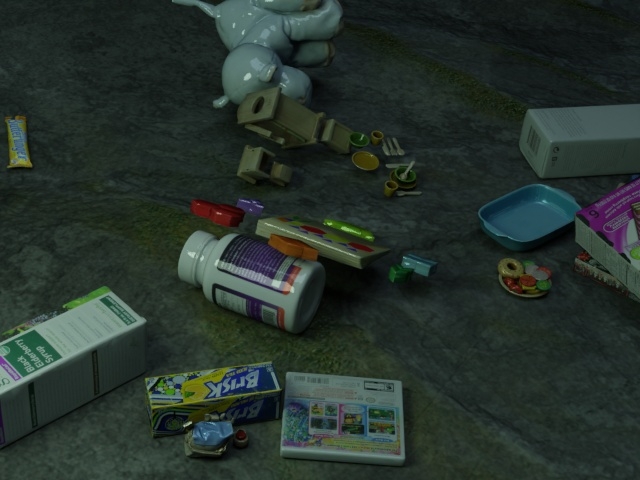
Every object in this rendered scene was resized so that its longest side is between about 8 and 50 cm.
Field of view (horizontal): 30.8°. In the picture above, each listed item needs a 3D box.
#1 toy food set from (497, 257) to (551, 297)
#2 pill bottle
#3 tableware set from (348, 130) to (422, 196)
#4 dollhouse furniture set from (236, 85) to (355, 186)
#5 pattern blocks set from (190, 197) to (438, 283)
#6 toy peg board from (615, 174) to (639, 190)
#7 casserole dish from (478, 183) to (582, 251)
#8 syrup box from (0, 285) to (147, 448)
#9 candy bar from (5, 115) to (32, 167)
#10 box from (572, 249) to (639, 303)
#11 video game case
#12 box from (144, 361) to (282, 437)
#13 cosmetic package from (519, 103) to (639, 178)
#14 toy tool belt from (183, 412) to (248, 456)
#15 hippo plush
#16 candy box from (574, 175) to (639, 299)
[{"bbox_3d":[0.313,0.058,1.771,0.083,0.020,0.083,3,36,-3],"label":"toy food set"},{"bbox_3d":[-0.100,0.052,1.654,0.194,0.108,0.108,19,39,18],"label":"pill bottle"},{"bbox_3d":[0.107,-0.133,1.974,0.104,0.024,0.154,-3,47,-19],"label":"tableware set"},{"bbox_3d":[-0.057,-0.146,1.985,0.182,0.160,0.101,27,-20,-36],"label":"dollhouse furniture set"},{"bbox_3d":[0.000,0.000,1.712,0.325,0.026,0.285,22,13,27],"label":"pattern blocks set"},{"bbox_3d":[0.553,-0.055,1.904,0.161,0.079,0.161,20,39,19],"label":"toy peg board"},{"bbox_3d":[0.338,-0.034,1.885,0.188,0.037,0.114,-25,46,-33],"label":"casserole dish"},{"bbox_3d":[-0.345,0.160,1.489,0.237,0.096,0.093,-26,47,-36],"label":"syrup box"},{"bbox_3d":[-0.513,-0.166,1.971,0.040,0.018,0.161,-5,39,-14],"label":"candy bar"},{"bbox_3d":[0.475,0.045,1.803,0.137,0.027,0.094,28,43,28],"label":"box"},{"bbox_3d":[0.029,0.230,1.507,0.157,0.019,0.143,5,37,-2],"label":"video game case"},{"bbox_3d":[-0.137,0.203,1.492,0.169,0.054,0.059,-7,38,-15],"label":"box"},{"bbox_3d":[0.482,-0.176,2.057,0.231,0.085,0.117,-2,38,-13],"label":"cosmetic package"},{"bbox_3d":[-0.129,0.240,1.445,0.083,0.051,0.052,-5,38,-14],"label":"toy tool belt"},{"bbox_3d":[-0.084,-0.343,2.064,0.294,0.234,0.236,35,37,-34],"label":"hippo plush"},{"bbox_3d":[0.515,0.008,1.742,0.159,0.071,0.233,-29,48,-13],"label":"candy box"}]
